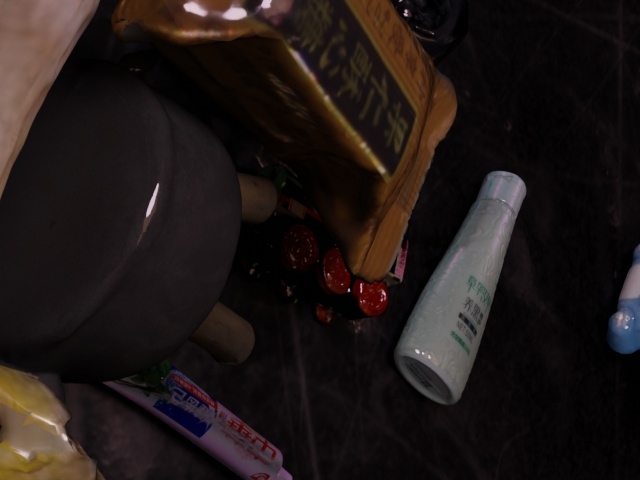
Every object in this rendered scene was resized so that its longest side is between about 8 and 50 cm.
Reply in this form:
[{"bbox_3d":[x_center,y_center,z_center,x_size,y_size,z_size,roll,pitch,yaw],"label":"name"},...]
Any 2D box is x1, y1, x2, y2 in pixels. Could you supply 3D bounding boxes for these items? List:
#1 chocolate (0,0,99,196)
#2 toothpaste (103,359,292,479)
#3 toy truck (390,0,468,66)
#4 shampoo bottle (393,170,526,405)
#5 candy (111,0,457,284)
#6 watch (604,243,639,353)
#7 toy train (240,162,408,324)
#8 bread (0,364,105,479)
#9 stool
[{"bbox_3d":[-0.184,-0.090,0.643,0.134,0.134,0.309,28,81,-42],"label":"chocolate"},{"bbox_3d":[-0.076,0.105,0.833,0.170,0.028,0.045,42,49,-31],"label":"toothpaste"},{"bbox_3d":[0.005,-0.185,0.893,0.165,0.147,0.224,30,58,-16],"label":"toy truck"},{"bbox_3d":[0.111,0.028,1.037,0.069,0.041,0.191,45,53,-27],"label":"shampoo bottle"},{"bbox_3d":[-0.003,-0.087,0.725,0.271,0.101,0.143,44,65,-50],"label":"candy"},{"bbox_3d":[0.369,0.100,1.224,0.211,0.211,0.193,-62,141,-33],"label":"watch"},{"bbox_3d":[0.000,0.000,0.915,0.138,0.050,0.087,32,57,-39],"label":"toy train"},{"bbox_3d":[-0.173,0.160,0.592,0.197,0.197,0.170,-23,145,-47],"label":"bread"},{"bbox_3d":[-0.126,0.015,0.721,0.228,0.153,0.139,-47,142,8],"label":"stool"}]
